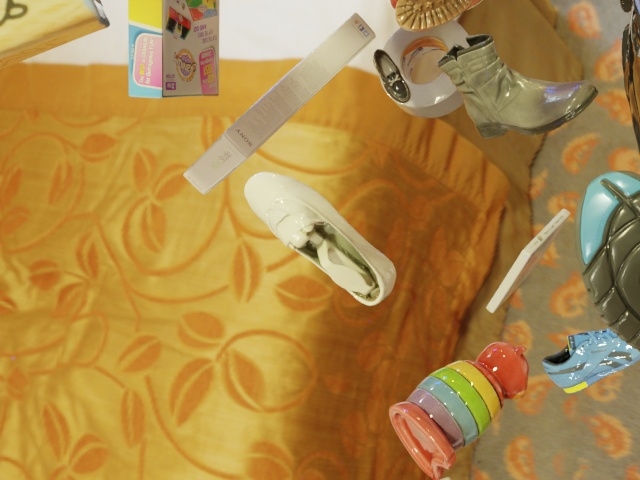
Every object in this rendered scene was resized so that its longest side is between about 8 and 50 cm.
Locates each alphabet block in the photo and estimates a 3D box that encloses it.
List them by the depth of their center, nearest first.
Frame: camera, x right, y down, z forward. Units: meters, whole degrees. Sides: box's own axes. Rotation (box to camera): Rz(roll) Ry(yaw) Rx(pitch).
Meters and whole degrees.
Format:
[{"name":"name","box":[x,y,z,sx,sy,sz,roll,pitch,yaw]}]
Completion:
[{"name":"alphabet block","box":[-0.371,-0.300,0.988,0.197,0.193,0.192,-24,102,-5]}]

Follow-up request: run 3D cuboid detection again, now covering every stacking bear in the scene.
[{"name":"stacking bear","box":[0.293,0.309,1.717,0.289,0.175,0.164,-34,71,-19]}]

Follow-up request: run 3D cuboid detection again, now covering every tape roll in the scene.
[{"name":"tape roll","box":[0.242,-0.387,1.942,0.219,0.072,0.219,-6,75,24]}]

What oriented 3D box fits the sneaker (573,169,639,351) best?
[{"name":"sneaker","box":[0.369,0.064,0.930,0.125,0.140,0.341,-30,107,19]}]

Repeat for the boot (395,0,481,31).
[{"name":"boot","box":[0.144,-0.272,0.986,0.158,0.084,0.059,-35,84,-16]}]

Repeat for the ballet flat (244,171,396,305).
[{"name":"ballet flat","box":[0.000,0.000,1.881,0.400,0.139,0.139,38,99,-9]}]

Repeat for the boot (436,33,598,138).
[{"name":"boot","box":[0.287,-0.244,1.331,0.083,0.161,0.246,-47,23,-25]}]

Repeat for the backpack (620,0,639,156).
[{"name":"backpack","box":[0.403,-0.139,0.718,0.263,0.213,0.277,-5,76,5]}]

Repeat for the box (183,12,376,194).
[{"name":"box","box":[-0.070,-0.219,1.424,0.322,0.058,0.232,-46,9,-24]}]

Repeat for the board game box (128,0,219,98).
[{"name":"board game box","box":[-0.251,-0.411,1.526,0.064,0.242,0.317,5,101,16]}]

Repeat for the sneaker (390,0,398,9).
[{"name":"sneaker","box":[0.199,-0.636,1.891,0.135,0.097,0.276,-152,52,-65]}]

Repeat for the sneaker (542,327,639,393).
[{"name":"sneaker","box":[0.476,0.182,1.484,0.209,0.069,0.082,-36,103,26]}]

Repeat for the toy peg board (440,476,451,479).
[{"name":"toy peg board","box":[0.230,0.614,1.862,0.161,0.079,0.161,-19,106,5]}]

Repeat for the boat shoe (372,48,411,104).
[{"name":"boat shoe","box":[0.143,-0.332,1.762,0.046,0.038,0.125,-26,76,3]}]

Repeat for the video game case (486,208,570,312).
[{"name":"video game case","box":[0.343,0.034,1.443,0.019,0.143,0.157,39,140,16]}]
